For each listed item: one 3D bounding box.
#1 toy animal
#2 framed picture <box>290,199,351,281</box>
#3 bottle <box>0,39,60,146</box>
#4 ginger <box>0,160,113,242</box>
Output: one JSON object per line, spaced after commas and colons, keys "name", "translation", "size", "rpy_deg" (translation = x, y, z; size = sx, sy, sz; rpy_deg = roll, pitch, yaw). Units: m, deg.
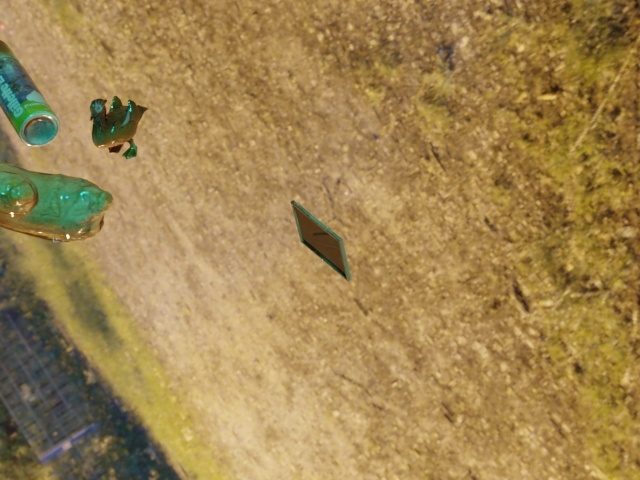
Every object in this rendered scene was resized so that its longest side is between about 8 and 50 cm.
{"name": "toy animal", "translation": [-0.483, -0.294, 1.881], "size": [0.089, 0.188, 0.179], "rpy_deg": [16, 143, 23]}
{"name": "framed picture", "translation": [0.000, 0.000, 1.435], "size": [0.149, 0.011, 0.109], "rpy_deg": [39, 155, 38]}
{"name": "bottle", "translation": [-0.695, -0.341, 1.783], "size": [0.330, 0.093, 0.093], "rpy_deg": [49, 154, 33]}
{"name": "ginger", "translation": [-0.536, -0.076, 1.500], "size": [0.221, 0.276, 0.130], "rpy_deg": [113, 159, -74]}
